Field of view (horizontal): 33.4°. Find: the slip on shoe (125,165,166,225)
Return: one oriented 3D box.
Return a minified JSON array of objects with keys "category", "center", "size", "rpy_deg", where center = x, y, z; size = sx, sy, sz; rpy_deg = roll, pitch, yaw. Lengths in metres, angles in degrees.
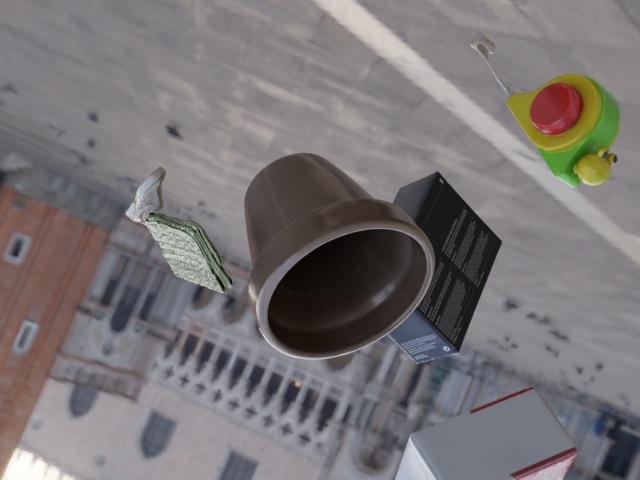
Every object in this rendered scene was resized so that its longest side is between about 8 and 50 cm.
[{"category":"slip on shoe","center":[-0.243,-0.061,1.539],"size":[0.041,0.051,0.135],"rpy_deg":[40,142,-3]}]

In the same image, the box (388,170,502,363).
[{"category":"box","center":[0.179,0.043,1.780],"size":[0.103,0.261,0.184],"rpy_deg":[-20,121,44]}]

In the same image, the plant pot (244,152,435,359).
[{"category":"plant pot","center":[0.000,0.000,1.509],"size":[0.263,0.263,0.229],"rpy_deg":[27,-155,-43]}]

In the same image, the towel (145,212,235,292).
[{"category":"towel","center":[-0.176,0.014,1.440],"size":[0.148,0.027,0.110],"rpy_deg":[11,133,52]}]

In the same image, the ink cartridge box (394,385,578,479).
[{"category":"ink cartridge box","center":[0.205,0.342,1.444],"size":[0.114,0.197,0.272],"rpy_deg":[58,154,33]}]

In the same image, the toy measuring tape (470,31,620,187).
[{"category":"toy measuring tape","center":[0.309,-0.199,1.418],"size":[0.121,0.121,0.330],"rpy_deg":[27,-150,-42]}]
